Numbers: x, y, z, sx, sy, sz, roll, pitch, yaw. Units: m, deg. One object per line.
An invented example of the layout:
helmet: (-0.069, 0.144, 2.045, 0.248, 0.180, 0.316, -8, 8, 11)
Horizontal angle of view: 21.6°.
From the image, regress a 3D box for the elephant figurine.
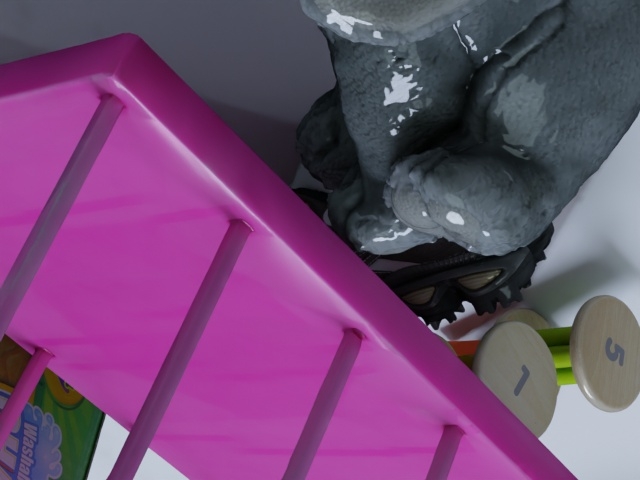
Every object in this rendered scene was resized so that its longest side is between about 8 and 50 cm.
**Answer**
elephant figurine: (0.012, -0.116, 0.543, 0.169, 0.186, 0.239, 13, 149, 47)

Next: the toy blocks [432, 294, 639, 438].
toy blocks: (0.056, 0.064, 0.773, 0.148, 0.054, 0.123, -10, 180, 45)

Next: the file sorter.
file sorter: (-0.078, 0.098, 0.630, 0.202, 0.182, 0.291, -6, 140, 43)

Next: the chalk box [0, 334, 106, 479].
chalk box: (-0.221, 0.089, 0.781, 0.179, 0.180, 0.289, -22, 129, 29)

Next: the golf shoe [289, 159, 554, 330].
golf shoe: (0.000, 0.000, 0.739, 0.198, 0.077, 0.094, -20, 111, 25)
